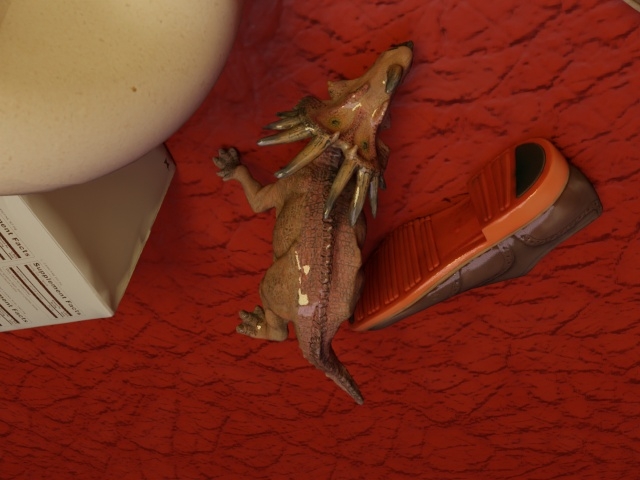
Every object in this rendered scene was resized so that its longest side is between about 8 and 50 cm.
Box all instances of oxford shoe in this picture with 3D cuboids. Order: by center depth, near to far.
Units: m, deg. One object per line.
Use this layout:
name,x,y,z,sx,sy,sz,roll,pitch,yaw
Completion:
oxford shoe,0.133,0.022,0.660,0.098,0.096,0.271,31,131,-27

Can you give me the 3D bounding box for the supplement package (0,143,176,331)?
supplement package,-0.265,-0.042,0.594,0.203,0.194,0.149,-9,132,17

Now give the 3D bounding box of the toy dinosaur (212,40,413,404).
toy dinosaur,0.000,0.000,0.575,0.127,0.295,0.200,-4,179,-20

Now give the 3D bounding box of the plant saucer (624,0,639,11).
plant saucer,0.288,-0.263,0.391,0.311,0.050,0.310,5,134,6

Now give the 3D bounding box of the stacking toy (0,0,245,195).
stacking toy,-0.313,-0.168,0.471,0.480,0.350,0.350,-11,133,44
